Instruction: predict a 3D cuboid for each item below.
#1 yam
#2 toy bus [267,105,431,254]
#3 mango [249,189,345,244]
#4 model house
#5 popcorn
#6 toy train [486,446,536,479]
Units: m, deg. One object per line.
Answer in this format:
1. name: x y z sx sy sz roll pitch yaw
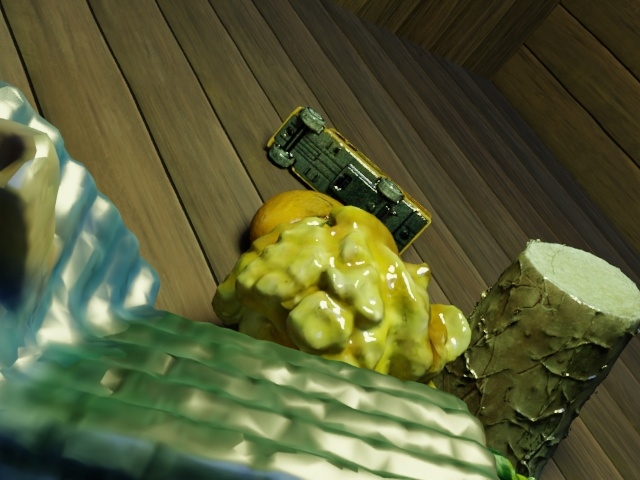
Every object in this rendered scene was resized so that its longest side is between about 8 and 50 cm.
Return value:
1. yam: 0.336 0.186 1.322 0.241 0.348 0.241 23 23 -11
2. toy bus: 0.058 -0.116 1.624 0.335 0.121 0.123 42 18 2
3. mango: 0.003 -0.004 1.375 0.295 0.120 0.177 -3 51 -54
4. model house: -0.150 0.177 0.433 0.446 0.400 0.395 20 43 -9
5. popcorn: 0.017 0.120 1.056 0.279 0.274 0.335 20 -28 32
6. toy train: 0.248 0.357 1.132 0.200 0.132 0.083 22 33 -29
